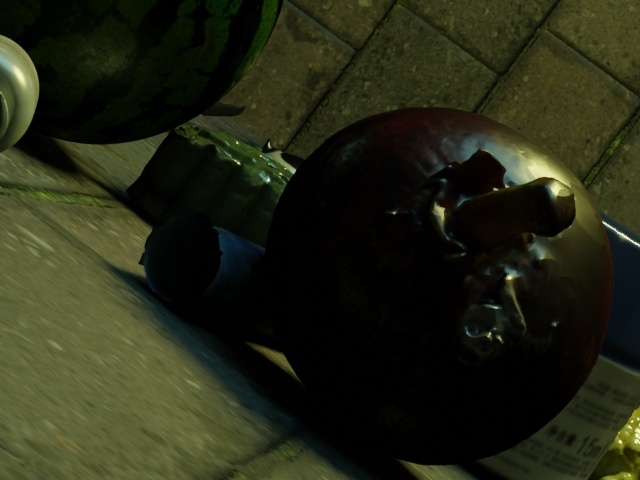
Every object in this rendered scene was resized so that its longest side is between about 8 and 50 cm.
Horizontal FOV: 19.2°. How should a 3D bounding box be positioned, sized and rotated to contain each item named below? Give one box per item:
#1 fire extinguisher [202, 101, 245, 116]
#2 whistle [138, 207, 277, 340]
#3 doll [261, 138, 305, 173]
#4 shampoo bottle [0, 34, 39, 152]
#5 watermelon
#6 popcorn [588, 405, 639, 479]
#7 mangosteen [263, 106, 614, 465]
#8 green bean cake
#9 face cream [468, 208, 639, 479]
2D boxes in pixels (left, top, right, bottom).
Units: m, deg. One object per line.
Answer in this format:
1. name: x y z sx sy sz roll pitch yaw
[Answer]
1. fire extinguisher: -0.251 -0.256 2.405 0.337 0.114 0.135 38 25 6
2. whistle: -0.036 0.038 1.336 0.062 0.062 0.304 38 4 23
3. doll: -0.007 -0.002 1.741 0.180 0.107 0.110 42 -19 -17
4. shampoo bottle: -0.211 -0.086 1.159 0.074 0.074 0.192 36 4 -11
5. watermelon: -0.173 -0.217 1.482 0.285 0.285 0.285 36 4 -3
6. popcorn: 0.311 0.219 1.892 0.120 0.106 0.116 43 -2 -22
7. mangosteen: 0.084 0.015 1.197 0.235 0.235 0.261 37 -28 1
8. green bean cake: -0.051 -0.015 1.569 0.181 0.094 0.173 37 5 17
9. face cream: 0.161 0.065 1.553 0.249 0.225 0.249 34 6 -4
